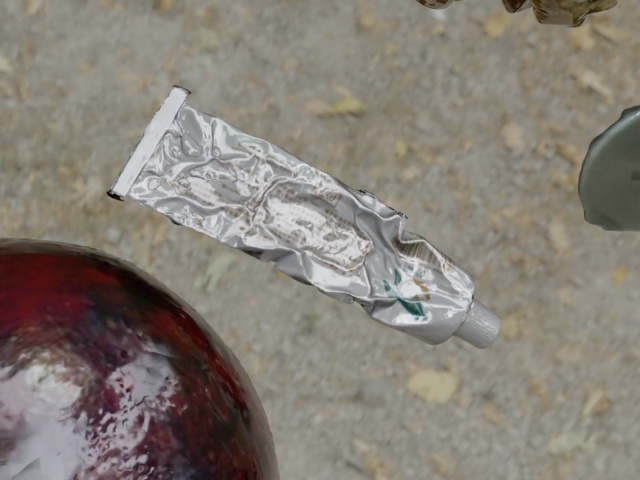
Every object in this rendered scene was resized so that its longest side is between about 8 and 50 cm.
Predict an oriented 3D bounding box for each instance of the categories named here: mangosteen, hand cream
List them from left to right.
[{"bbox_3d":[-0.187,0.162,0.989,0.306,0.306,0.359,40,39,11],"label":"mangosteen"},{"bbox_3d":[0.001,-0.001,1.082,0.257,0.050,0.084,31,70,-13],"label":"hand cream"}]

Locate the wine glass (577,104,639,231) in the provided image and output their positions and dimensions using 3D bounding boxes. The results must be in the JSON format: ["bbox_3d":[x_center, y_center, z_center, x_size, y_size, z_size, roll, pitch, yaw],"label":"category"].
[{"bbox_3d":[0.188,0.042,0.769,0.103,0.103,0.222,1,48,-20],"label":"wine glass"}]

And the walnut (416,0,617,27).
[{"bbox_3d":[0.090,-0.131,0.736,0.143,0.069,0.170,13,27,25],"label":"walnut"}]
